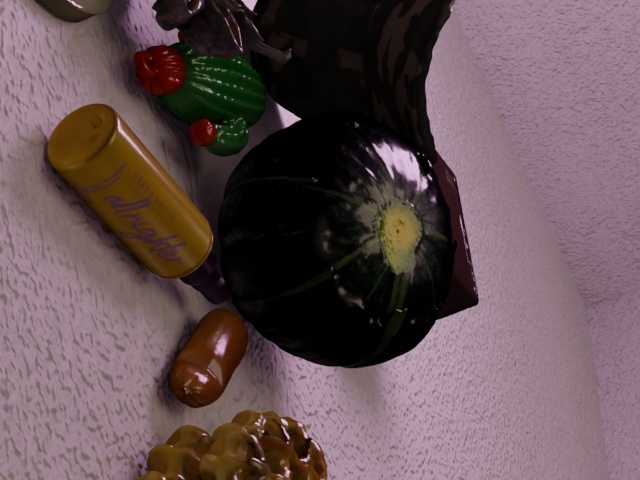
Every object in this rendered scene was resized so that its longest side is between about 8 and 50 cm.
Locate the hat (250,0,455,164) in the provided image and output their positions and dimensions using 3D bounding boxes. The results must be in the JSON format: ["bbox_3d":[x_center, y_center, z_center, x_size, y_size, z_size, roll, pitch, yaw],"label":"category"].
[{"bbox_3d":[0.030,-0.247,1.800,0.382,0.257,0.366,-85,179,-73],"label":"hat"}]

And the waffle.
[{"bbox_3d":[-0.048,0.320,1.296,0.261,0.151,0.324,-24,96,-69],"label":"waffle"}]

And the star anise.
[{"bbox_3d":[-0.144,-0.269,1.563,0.262,0.081,0.230,43,10,-27],"label":"star anise"}]

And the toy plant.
[{"bbox_3d":[-0.131,-0.166,1.611,0.154,0.088,0.240,61,20,-10],"label":"toy plant"}]

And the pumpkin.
[{"bbox_3d":[0.000,0.000,1.654,0.296,0.296,0.296,-18,90,-73],"label":"pumpkin"}]

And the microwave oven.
[{"bbox_3d":[0.106,-0.009,2.034,0.188,0.178,0.247,48,30,-52],"label":"microwave oven"}]

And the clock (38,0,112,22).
[{"bbox_3d":[-0.280,-0.333,1.440,0.235,0.029,0.235,55,24,-39],"label":"clock"}]

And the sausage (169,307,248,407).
[{"bbox_3d":[-0.113,0.122,1.442,0.062,0.054,0.183,36,27,-6],"label":"sausage"}]

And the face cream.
[{"bbox_3d":[-0.162,-0.021,1.394,0.273,0.078,0.078,54,25,-46],"label":"face cream"}]
